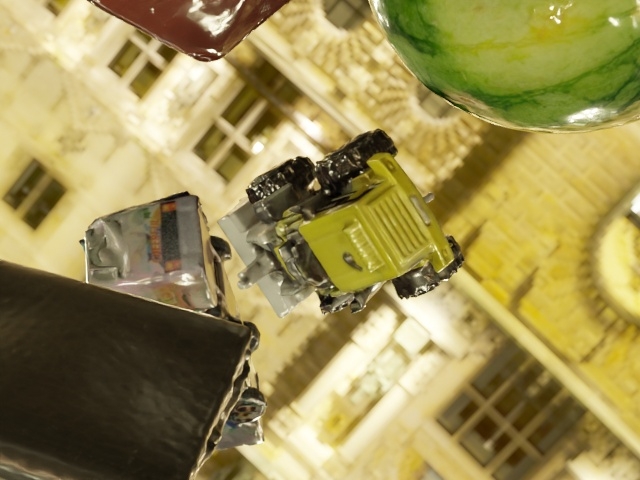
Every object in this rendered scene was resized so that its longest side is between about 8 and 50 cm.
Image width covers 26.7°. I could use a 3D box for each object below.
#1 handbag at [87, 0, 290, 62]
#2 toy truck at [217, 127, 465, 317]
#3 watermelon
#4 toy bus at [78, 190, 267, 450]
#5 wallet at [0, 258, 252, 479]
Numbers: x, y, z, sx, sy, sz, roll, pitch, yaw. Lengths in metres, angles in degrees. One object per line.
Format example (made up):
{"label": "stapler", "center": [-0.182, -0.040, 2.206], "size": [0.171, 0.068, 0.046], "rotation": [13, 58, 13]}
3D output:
{"label": "handbag", "center": [-0.089, -0.311, 1.349], "size": [0.260, 0.275, 0.084], "rotation": [21, -142, -57]}
{"label": "toy truck", "center": [0.000, 0.000, 1.085], "size": [0.136, 0.111, 0.286], "rotation": [58, 150, -8]}
{"label": "watermelon", "center": [0.109, -0.146, 0.639], "size": [0.188, 0.188, 0.215], "rotation": [31, -177, -35]}
{"label": "toy bus", "center": [-0.134, 0.096, 1.319], "size": [0.317, 0.138, 0.112], "rotation": [78, -178, -49]}
{"label": "wallet", "center": [-0.207, 0.060, 0.747], "size": [0.321, 0.044, 0.170], "rotation": [15, -148, 4]}
